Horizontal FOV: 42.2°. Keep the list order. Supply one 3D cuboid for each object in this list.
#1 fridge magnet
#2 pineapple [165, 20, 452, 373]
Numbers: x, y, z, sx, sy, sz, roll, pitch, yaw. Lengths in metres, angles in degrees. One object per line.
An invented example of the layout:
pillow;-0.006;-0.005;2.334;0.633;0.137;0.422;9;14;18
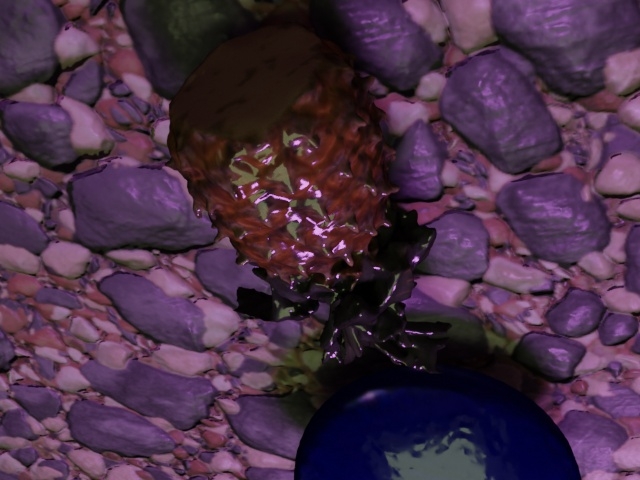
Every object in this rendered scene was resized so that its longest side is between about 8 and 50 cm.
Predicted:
fridge magnet;0.106;0.229;0.770;0.265;0.113;0.266;4;114;10
pineapple;0.000;0.000;0.614;0.170;0.141;0.310;-15;133;15
